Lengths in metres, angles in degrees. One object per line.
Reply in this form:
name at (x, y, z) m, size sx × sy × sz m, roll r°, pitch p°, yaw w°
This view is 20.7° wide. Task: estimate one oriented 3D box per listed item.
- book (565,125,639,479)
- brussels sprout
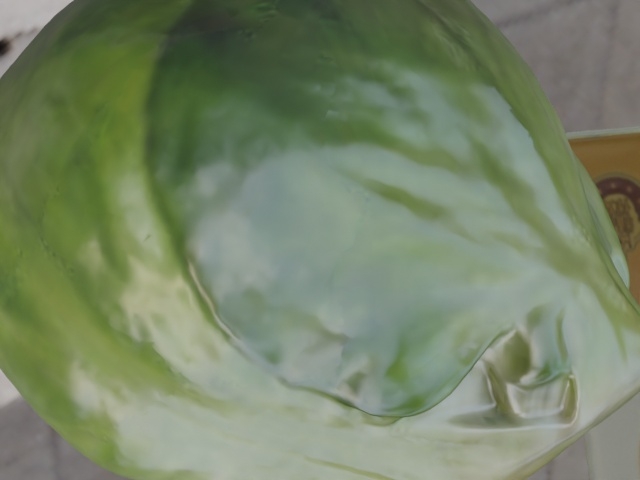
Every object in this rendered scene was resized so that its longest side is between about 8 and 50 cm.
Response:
book at (0.226, 0.085, 0.869) m, size 0.020 × 0.208 × 0.295 m, roll -16°, pitch 100°, yaw -56°
brussels sprout at (0.000, 0.000, 0.692) m, size 0.219 × 0.271 × 0.210 m, roll -38°, pitch 161°, yaw -54°
